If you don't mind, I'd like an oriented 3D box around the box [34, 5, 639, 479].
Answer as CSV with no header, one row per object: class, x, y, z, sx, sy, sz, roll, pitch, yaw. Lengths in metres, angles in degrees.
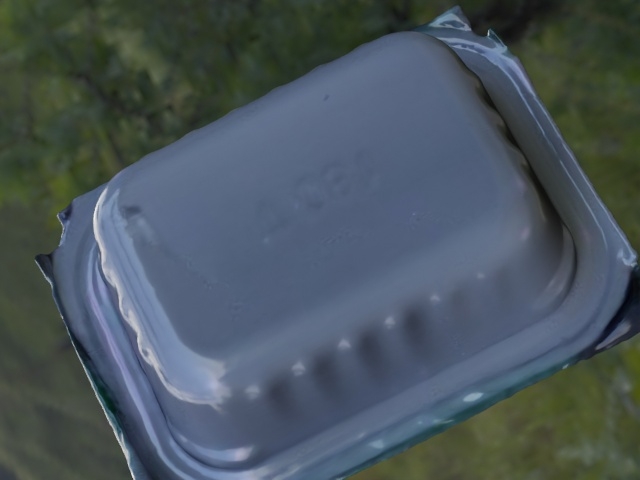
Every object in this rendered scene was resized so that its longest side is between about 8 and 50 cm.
box,0.000,0.000,1.195,0.264,0.336,0.106,62,179,26
